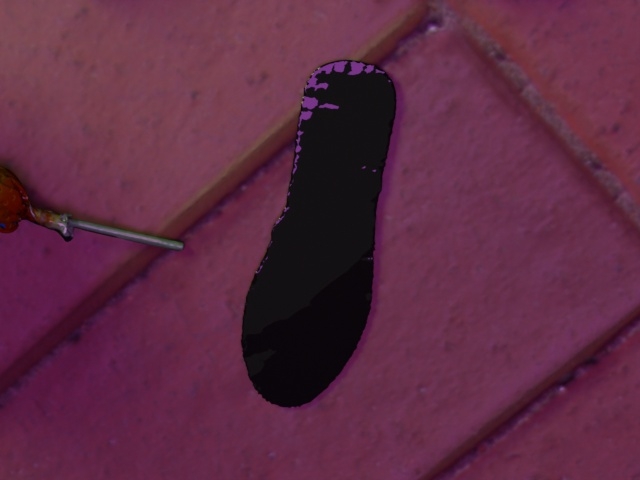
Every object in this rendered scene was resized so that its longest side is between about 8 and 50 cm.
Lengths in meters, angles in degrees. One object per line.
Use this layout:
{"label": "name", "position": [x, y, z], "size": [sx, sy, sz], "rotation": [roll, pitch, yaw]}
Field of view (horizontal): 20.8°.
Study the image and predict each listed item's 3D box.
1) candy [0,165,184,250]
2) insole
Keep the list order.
{"label": "candy", "position": [-0.210, -0.017, 1.460], "size": [0.201, 0.060, 0.060], "rotation": [15, 110, -16]}
{"label": "insole", "position": [0.000, 0.000, 1.492], "size": [0.109, 0.007, 0.322], "rotation": [8, 110, -7]}
